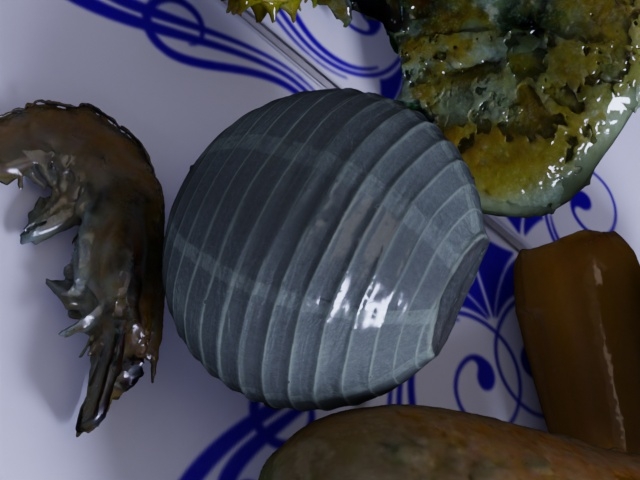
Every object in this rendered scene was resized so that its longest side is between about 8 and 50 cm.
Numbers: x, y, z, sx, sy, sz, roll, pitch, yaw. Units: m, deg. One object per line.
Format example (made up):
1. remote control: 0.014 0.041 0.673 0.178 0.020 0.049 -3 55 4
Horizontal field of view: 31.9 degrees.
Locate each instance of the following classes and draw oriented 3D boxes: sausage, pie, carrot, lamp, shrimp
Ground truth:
1. sausage: 0.262 0.168 1.001 0.134 0.116 0.353 7 69 -61
2. pie: 0.151 -0.204 0.995 0.371 0.297 0.078 63 13 4
3. carrot: 0.122 0.231 0.768 0.341 0.224 0.224 7 65 -10
4. lamp: 0.000 0.000 0.811 0.233 0.233 0.265 45 58 -12
5. shrimp: -0.188 0.008 0.784 0.173 0.058 0.253 14 60 -22

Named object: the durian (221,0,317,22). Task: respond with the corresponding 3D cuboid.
1. durian: -0.043 -0.297 0.940 0.186 0.154 0.260 33 74 -14
